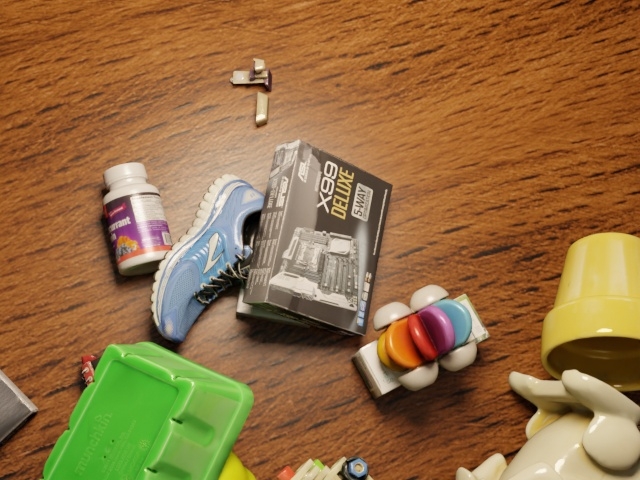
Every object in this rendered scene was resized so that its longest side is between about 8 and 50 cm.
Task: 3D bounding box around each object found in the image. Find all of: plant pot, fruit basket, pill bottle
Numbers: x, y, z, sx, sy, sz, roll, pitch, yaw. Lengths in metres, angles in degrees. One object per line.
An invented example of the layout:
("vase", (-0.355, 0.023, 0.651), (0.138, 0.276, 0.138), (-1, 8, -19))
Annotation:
("plant pot", (0.544, 0.127, 1.719), (0.254, 0.254, 0.238), (12, 59, -5))
("fruit basket", (-0.261, 0.379, 1.512), (0.283, 0.392, 0.392), (20, 73, 20))
("pill bottle", (-0.342, -0.041, 1.693), (0.108, 0.108, 0.193), (-14, 78, -11))

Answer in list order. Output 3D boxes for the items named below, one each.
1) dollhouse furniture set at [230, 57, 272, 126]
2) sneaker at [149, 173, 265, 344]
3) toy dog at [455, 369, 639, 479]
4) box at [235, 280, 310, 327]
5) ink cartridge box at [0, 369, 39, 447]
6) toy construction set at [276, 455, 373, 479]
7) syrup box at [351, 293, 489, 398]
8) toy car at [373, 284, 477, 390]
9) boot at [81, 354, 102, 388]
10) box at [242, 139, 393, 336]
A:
("dollhouse furniture set", (-0.146, -0.288, 1.801), (0.081, 0.091, 0.114), (1, 79, 8))
("sneaker", (-0.189, 0.042, 1.661), (0.147, 0.130, 0.330), (24, 79, 20))
("toy dog", (0.422, 0.479, 1.617), (0.395, 0.285, 0.407), (34, 75, -18))
("box", (-0.073, 0.062, 1.742), (0.145, 0.038, 0.186), (11, 74, -4))
("ink cartridge box", (-0.709, 0.295, 1.583), (0.307, 0.072, 0.303), (44, 75, 2))
("toy construction set", (0.042, 0.501, 1.585), (0.215, 0.151, 0.327), (-40, 99, -31))
("syrup box", (0.185, 0.199, 1.714), (0.237, 0.096, 0.093), (-26, 80, -13))
("toy car", (0.189, 0.163, 1.602), (0.182, 0.136, 0.159), (-24, 78, -13))
("boot", (-0.409, 0.306, 1.614), (0.244, 0.088, 0.176), (-38, 84, -23))
("box", (0.000, 0.000, 1.688), (0.242, 0.077, 0.307), (23, 71, -37))
